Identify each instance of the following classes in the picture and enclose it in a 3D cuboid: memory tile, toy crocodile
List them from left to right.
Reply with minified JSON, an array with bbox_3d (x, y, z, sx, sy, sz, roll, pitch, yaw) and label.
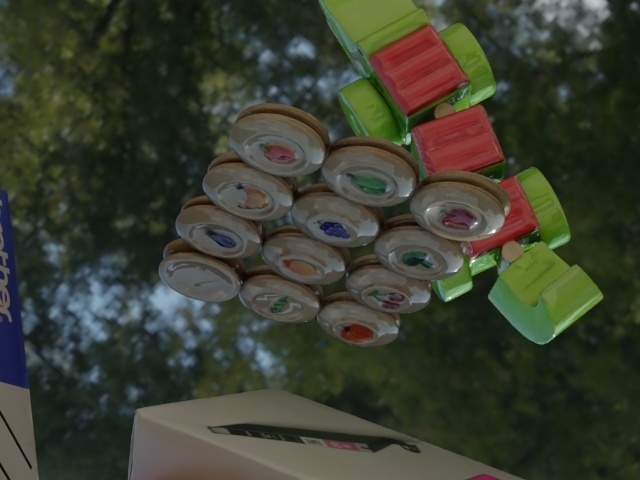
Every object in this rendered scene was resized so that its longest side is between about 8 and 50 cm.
[{"bbox_3d":[0.000,0.000,0.609,0.113,0.148,0.012,20,-122,-11],"label":"memory tile"},{"bbox_3d":[0.100,-0.071,1.148,0.105,0.115,0.340,78,166,-71],"label":"toy crocodile"}]

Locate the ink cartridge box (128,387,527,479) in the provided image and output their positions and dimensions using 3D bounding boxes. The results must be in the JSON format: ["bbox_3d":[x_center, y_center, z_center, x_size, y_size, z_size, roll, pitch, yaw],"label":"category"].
[{"bbox_3d":[-0.014,0.155,0.833,0.275,0.060,0.239,16,-169,40],"label":"ink cartridge box"}]

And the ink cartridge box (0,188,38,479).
[{"bbox_3d":[-0.160,0.069,0.611,0.097,0.046,0.207,31,-134,-66],"label":"ink cartridge box"}]
